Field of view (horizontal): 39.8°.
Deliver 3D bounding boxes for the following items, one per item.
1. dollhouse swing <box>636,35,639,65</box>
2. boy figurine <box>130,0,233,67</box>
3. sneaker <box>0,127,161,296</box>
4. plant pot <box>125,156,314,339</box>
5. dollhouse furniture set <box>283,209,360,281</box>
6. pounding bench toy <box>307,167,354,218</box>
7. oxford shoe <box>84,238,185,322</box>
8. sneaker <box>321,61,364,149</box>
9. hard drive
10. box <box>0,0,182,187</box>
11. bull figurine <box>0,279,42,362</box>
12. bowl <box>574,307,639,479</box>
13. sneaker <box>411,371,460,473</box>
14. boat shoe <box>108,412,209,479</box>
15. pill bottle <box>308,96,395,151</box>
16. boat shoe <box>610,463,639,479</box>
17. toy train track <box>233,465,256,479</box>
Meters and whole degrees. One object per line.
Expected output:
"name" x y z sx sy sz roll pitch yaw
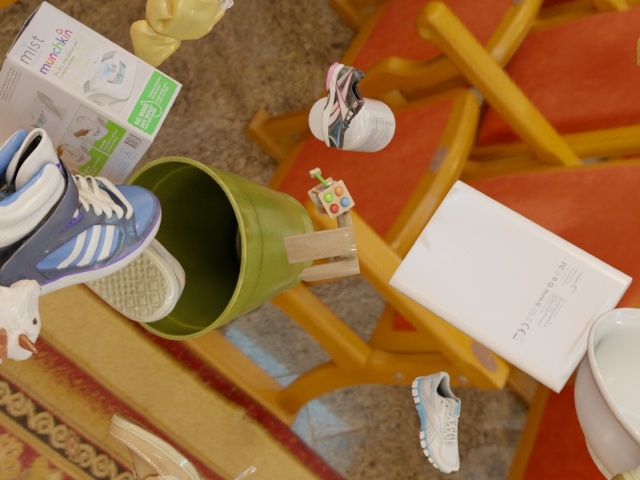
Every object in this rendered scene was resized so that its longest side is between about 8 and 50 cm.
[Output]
"dollhouse swing" 0.738 -0.393 1.421 0.315 0.347 0.304 4 110 -11
"boy figurine" -0.231 -0.411 1.535 0.177 0.285 0.092 -9 66 -48
"sneaker" -0.331 -0.057 1.176 0.130 0.236 0.323 42 47 21
"plant pot" -0.201 0.010 1.907 0.353 0.367 0.366 -4 79 -57
"dollhouse furniture set" 0.000 0.000 1.638 0.151 0.123 0.144 -99 179 -54
"pounding bench toy" 0.013 -0.088 1.572 0.052 0.065 0.083 -33 108 -13
"oxford shoe" -0.418 -0.016 1.604 0.449 0.169 0.130 40 8 13
"sneaker" 0.050 -0.269 1.798 0.072 0.077 0.178 -45 141 -62
"hard drive" 0.299 0.068 1.420 0.210 0.319 0.040 -56 157 -3
"box" -0.377 -0.190 1.348 0.231 0.262 0.126 30 56 -15
"bull figurine" -0.416 0.087 0.814 0.310 0.101 0.188 -29 111 -19
"bowl" 0.428 0.237 1.105 0.298 0.134 0.297 19 37 -15
"sneaker" 0.226 0.330 1.624 0.071 0.083 0.190 8 58 -41
"boat shoe" -0.294 0.453 1.667 0.110 0.122 0.341 -49 125 -19
"pill bottle" 0.073 -0.279 2.103 0.229 0.131 0.131 -5 79 -60
"boat shoe" 0.409 0.353 0.902 0.285 0.089 0.104 58 7 4
"toy train track" -0.124 0.355 1.275 0.014 0.083 0.048 55 11 28
